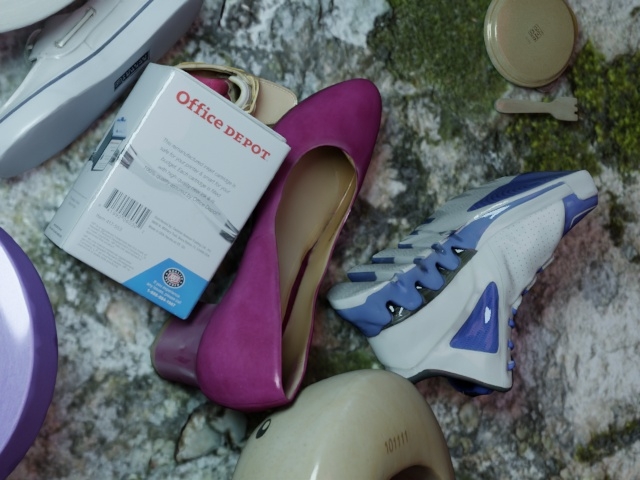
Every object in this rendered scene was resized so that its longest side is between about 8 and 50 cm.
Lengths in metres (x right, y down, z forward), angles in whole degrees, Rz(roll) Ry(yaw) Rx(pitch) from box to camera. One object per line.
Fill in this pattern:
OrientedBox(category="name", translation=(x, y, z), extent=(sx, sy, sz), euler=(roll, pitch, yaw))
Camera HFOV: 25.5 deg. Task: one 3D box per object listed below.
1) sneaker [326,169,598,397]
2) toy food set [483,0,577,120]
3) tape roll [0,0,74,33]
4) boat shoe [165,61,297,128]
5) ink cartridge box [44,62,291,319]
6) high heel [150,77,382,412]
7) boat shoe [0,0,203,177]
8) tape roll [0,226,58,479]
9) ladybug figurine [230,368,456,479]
OrientedBox(category="sneaker", translation=(0.166, 0.060, 1.497), extent=(0.315, 0.127, 0.182), euler=(-31, 107, -24))
OrientedBox(category="toy food set", translation=(0.239, -0.234, 1.614), extent=(0.132, 0.038, 0.192), euler=(1, 91, -26))
OrientedBox(category="tape roll", translation=(-0.320, -0.355, 1.144), extent=(0.392, 0.072, 0.392), euler=(-2, 93, -34))
OrientedBox(category="boat shoe", translation=(-0.090, -0.138, 1.375), extent=(0.170, 0.059, 0.063), euler=(3, 84, -32))
OrientedBox(category="ink cartridge box", translation=(-0.140, -0.046, 1.294), extent=(0.140, 0.082, 0.190), euler=(33, 85, -26))
OrientedBox(category="high heel", translation=(0.000, 0.000, 1.340), extent=(0.127, 0.181, 0.377), euler=(44, 67, -38))
OrientedBox(category="boat shoe", translation=(-0.222, -0.166, 1.278), extent=(0.088, 0.096, 0.267), euler=(40, 69, 7))
OrientedBox(category="tape roll", translation=(-0.348, 0.088, 1.092), extent=(0.275, 0.090, 0.274), euler=(0, 82, 3))
OrientedBox(category="ladybug figurine", translation=(0.014, 0.334, 1.306), extent=(0.305, 0.162, 0.449), euler=(-19, 109, -56))
